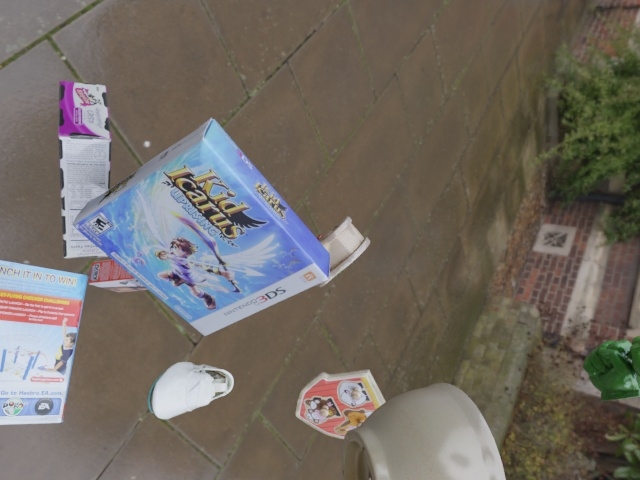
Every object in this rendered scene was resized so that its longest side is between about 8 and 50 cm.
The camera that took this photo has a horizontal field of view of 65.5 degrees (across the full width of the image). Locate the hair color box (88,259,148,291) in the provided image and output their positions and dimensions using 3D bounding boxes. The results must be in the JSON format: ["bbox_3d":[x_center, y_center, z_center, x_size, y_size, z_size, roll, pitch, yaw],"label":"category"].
[{"bbox_3d":[-0.400,0.074,1.075,0.093,0.167,0.053,36,52,-60],"label":"hair color box"}]

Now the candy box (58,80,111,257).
[{"bbox_3d":[-0.375,-0.107,0.793,0.071,0.159,0.233,-1,134,-26],"label":"candy box"}]

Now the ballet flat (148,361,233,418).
[{"bbox_3d":[-0.338,0.408,1.396,0.400,0.139,0.139,56,49,-78],"label":"ballet flat"}]

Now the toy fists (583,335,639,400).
[{"bbox_3d":[0.757,0.296,1.185,0.096,0.279,0.142,1,68,-23],"label":"toy fists"}]

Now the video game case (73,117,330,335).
[{"bbox_3d":[-0.160,0.001,0.708,0.269,0.244,0.061,49,26,-30],"label":"video game case"}]

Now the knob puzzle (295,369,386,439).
[{"bbox_3d":[0.036,0.342,0.992,0.030,0.213,0.213,-69,152,-57],"label":"knob puzzle"}]

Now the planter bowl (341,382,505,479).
[{"bbox_3d":[0.085,0.227,0.483,0.109,0.162,0.162,-1,101,-18],"label":"planter bowl"}]

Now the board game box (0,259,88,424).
[{"bbox_3d":[-0.638,0.191,0.949,0.308,0.086,0.302,19,69,-45],"label":"board game box"}]

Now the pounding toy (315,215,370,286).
[{"bbox_3d":[0.000,0.000,1.120,0.154,0.269,0.155,-43,96,-11],"label":"pounding toy"}]
